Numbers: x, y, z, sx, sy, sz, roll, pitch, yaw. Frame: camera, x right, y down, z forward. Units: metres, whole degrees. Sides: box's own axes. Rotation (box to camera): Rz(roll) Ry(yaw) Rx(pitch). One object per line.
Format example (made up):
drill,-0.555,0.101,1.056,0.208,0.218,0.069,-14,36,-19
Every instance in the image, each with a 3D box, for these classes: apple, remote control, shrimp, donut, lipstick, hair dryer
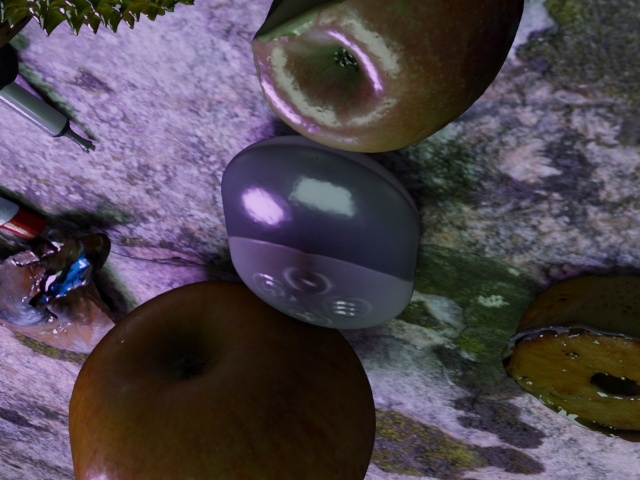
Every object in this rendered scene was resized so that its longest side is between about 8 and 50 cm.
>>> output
apple,0.054,-0.158,0.795,0.174,0.188,0.207,37,143,-17
remote control,0.000,0.000,1.159,0.221,0.103,0.332,12,147,9
shrimp,-0.382,0.090,1.529,0.221,0.110,0.446,24,156,-12
donut,0.341,0.129,1.170,0.272,0.107,0.272,20,152,11
apple,-0.139,0.239,1.346,0.400,0.400,0.333,-7,133,38
lipstick,-0.497,-0.069,1.385,0.274,0.061,0.068,27,126,-21
hair dryer,-0.335,-0.151,1.178,0.100,0.057,0.198,-10,143,43

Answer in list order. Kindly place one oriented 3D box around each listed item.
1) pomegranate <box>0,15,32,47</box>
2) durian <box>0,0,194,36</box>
pomegranate,-0.340,-0.266,0.882,0.202,0.202,0.248,-6,109,37
durian,-0.182,-0.267,0.724,0.291,0.224,0.291,18,150,11
